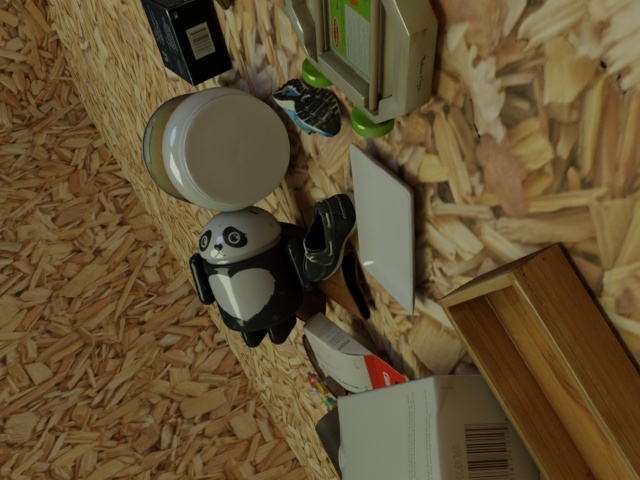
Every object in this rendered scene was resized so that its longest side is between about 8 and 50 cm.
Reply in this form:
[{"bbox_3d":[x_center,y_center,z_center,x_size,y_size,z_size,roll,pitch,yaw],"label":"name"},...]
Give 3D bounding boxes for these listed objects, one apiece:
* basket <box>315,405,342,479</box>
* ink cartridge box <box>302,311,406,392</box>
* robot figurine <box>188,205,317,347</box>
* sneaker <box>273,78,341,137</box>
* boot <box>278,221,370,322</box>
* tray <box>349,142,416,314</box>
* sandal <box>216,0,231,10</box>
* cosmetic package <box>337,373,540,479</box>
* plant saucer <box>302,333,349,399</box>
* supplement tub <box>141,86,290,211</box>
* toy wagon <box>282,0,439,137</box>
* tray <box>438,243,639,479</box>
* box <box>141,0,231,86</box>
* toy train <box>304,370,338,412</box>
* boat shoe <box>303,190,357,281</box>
[{"bbox_3d":[0.096,0.517,1.707,0.227,0.154,0.204,54,165,30],"label":"basket"},{"bbox_3d":[0.076,0.266,1.434,0.232,0.066,0.189,40,161,33],"label":"ink cartridge box"},{"bbox_3d":[-0.134,0.070,1.388,0.173,0.209,0.278,29,138,65],"label":"robot figurine"},{"bbox_3d":[-0.009,-0.197,1.098,0.162,0.063,0.073,46,175,49],"label":"sneaker"},{"bbox_3d":[0.019,0.098,1.441,0.280,0.096,0.264,23,131,51],"label":"boot"},{"bbox_3d":[0.105,-0.016,1.078,0.145,0.030,0.270,45,156,38],"label":"tray"},{"bbox_3d":[-0.177,-0.458,1.164,0.072,0.049,0.180,57,177,30],"label":"sandal"},{"bbox_3d":[0.157,0.326,1.067,0.385,0.156,0.217,139,132,-68],"label":"cosmetic package"},{"bbox_3d":[0.020,0.313,1.781,0.199,0.036,0.199,50,159,28],"label":"plant saucer"},{"bbox_3d":[-0.204,-0.174,1.352,0.316,0.228,0.228,18,134,65],"label":"supplement tub"},{"bbox_3d":[0.012,-0.296,0.853,0.344,0.068,0.267,50,159,32],"label":"toy wagon"},{"bbox_3d":[0.306,0.215,0.812,0.411,0.076,0.203,60,162,5],"label":"tray"},{"bbox_3d":[-0.265,-0.409,1.386,0.158,0.093,0.156,39,152,47],"label":"box"},{"bbox_3d":[0.018,0.418,1.935,0.166,0.046,0.125,58,163,20],"label":"toy train"},{"bbox_3d":[0.000,0.000,1.235,0.084,0.079,0.233,59,151,23],"label":"boat shoe"}]
